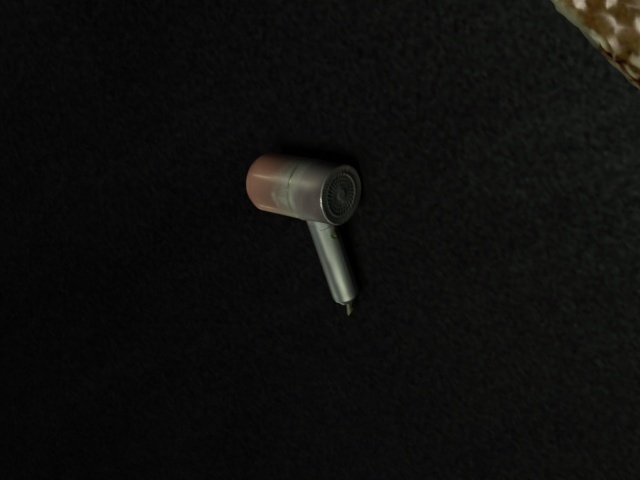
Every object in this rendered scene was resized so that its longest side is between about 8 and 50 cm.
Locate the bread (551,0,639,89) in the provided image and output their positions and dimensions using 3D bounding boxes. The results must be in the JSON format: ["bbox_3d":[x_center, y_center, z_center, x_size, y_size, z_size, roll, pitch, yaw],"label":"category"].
[{"bbox_3d":[0.193,-0.096,0.609,0.416,0.165,0.113,47,138,7],"label":"bread"}]

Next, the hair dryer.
[{"bbox_3d":[0.000,0.000,0.962,0.063,0.037,0.114,11,133,40],"label":"hair dryer"}]
